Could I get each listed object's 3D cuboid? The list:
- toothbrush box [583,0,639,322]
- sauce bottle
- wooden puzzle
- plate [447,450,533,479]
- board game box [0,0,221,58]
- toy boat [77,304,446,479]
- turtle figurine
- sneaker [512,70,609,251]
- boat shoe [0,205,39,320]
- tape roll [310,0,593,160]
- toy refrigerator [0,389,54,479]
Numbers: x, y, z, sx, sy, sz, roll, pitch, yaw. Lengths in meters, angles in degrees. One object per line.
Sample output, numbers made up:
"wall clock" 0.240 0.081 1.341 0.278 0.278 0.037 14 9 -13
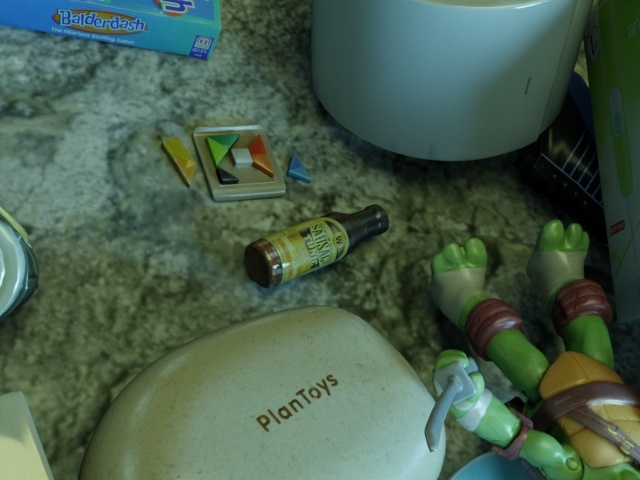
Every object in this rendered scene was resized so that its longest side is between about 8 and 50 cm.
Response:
"toothbrush box" 0.317 -0.088 0.813 0.122 0.206 0.283 -3 80 -11
"sauce bottle" 0.000 0.000 0.833 0.128 0.042 0.042 -24 71 -31
"wooden puzzle" -0.069 -0.068 0.866 0.116 0.014 0.078 -13 65 -29
"plate" 0.159 0.246 0.753 0.188 0.024 0.188 11 55 -16
"board game box" -0.197 -0.251 0.908 0.210 0.047 0.160 6 57 -21
"toy boat" -0.006 0.200 0.656 0.268 0.148 0.318 -20 61 -37
"turtle figurine" 0.180 0.067 0.725 0.275 0.198 0.266 45 14 -36
"sneaker" 0.240 -0.052 0.953 0.090 0.081 0.232 -20 68 -16
"boat shoe" -0.330 -0.035 0.687 0.305 0.091 0.109 29 90 0
"tape roll" 0.113 -0.212 0.898 0.246 0.169 0.246 1 51 -2
"toy refrigerator" -0.176 0.234 0.580 0.102 0.094 0.269 -18 67 -23
